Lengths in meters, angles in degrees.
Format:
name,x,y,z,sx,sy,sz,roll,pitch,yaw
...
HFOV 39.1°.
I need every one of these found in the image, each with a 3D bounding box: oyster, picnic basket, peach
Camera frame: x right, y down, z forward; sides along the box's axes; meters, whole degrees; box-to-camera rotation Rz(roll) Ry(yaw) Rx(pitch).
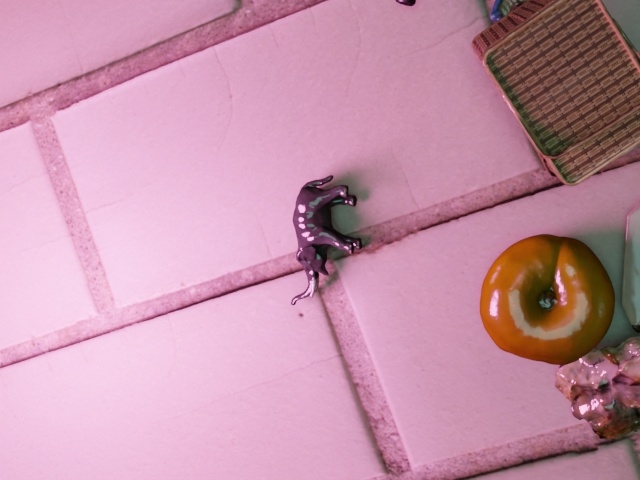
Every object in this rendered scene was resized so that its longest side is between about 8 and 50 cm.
name,x,y,z,sx,sy,sz,roll,pitch,yaw
oyster,0.616,0.269,1.669,0.354,0.107,0.201,-20,100,21
picnic basket,0.444,-0.275,1.597,0.228,0.175,0.313,-33,107,13
peach,0.425,0.109,1.694,0.251,0.153,0.251,-1,80,5

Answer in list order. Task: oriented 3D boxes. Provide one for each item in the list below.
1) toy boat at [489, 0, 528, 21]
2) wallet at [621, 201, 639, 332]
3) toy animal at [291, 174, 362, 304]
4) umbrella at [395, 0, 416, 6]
name,x,y,z,sx,sy,sz,roll,pitch,yaw
toy boat,0.415,-0.467,1.668,0.223,0.097,0.100,-30,83,12
wallet,0.717,0.034,1.652,0.335,0.068,0.275,-9,84,17
toy animal,0.009,0.003,1.806,0.137,0.082,0.270,4,99,15
umbrella,0.189,-0.584,1.708,0.122,0.110,0.273,15,102,10
